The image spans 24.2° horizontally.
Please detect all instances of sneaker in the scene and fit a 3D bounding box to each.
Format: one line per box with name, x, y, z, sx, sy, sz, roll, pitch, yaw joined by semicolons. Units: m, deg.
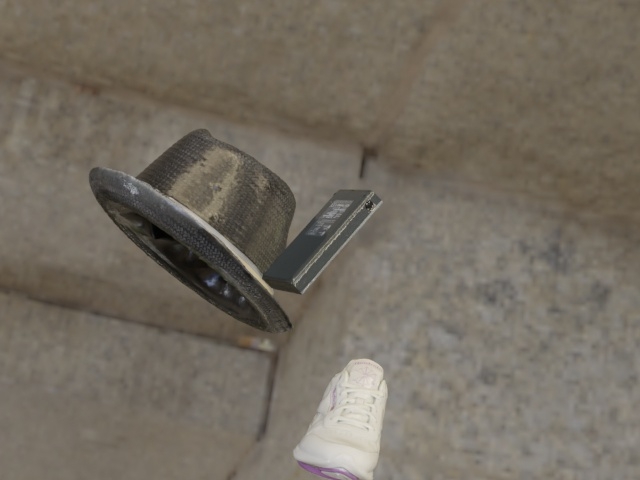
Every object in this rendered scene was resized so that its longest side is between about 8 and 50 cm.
sneaker;0.033;0.246;2.096;0.114;0.152;0.305;16;-172;-1

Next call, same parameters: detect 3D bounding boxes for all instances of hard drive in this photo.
hard drive;0.000;0.000;1.618;0.022;0.135;0.094;46;166;-18

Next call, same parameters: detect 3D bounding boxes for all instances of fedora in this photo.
fedora;-0.124;-0.028;1.838;0.334;0.152;0.334;35;168;8
